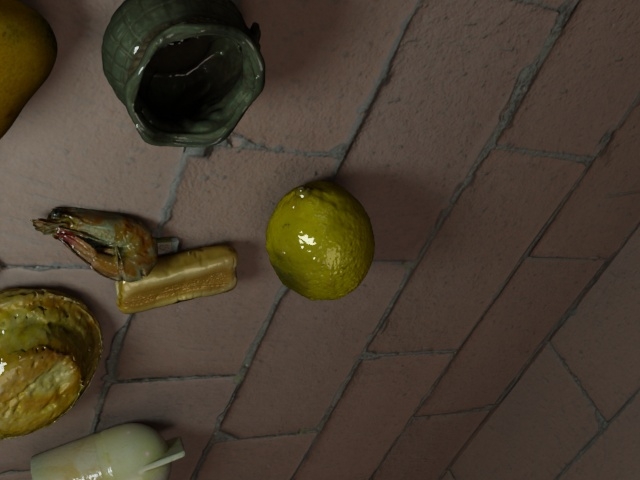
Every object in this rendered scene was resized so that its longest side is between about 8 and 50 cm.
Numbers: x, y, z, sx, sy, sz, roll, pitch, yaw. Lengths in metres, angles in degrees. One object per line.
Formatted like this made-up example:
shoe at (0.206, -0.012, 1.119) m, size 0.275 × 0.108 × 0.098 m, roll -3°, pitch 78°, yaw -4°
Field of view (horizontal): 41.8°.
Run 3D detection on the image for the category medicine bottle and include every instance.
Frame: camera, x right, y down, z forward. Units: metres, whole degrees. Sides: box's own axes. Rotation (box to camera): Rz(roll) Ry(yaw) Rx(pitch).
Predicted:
medicine bottle at (-0.581, 0.647, 2.359) m, size 0.406 × 0.236 × 0.236 m, roll -17°, pitch 139°, yaw -12°

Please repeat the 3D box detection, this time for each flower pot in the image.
flower pot at (-0.242, -0.319, 1.543) m, size 0.301 × 0.213 × 0.302 m, roll -16°, pitch 138°, yaw -15°

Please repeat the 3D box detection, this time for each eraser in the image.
eraser at (-0.377, 0.014, 1.971) m, size 0.083 × 0.019 × 0.038 m, roll -6°, pitch 134°, yaw -26°

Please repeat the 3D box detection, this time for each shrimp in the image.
shrimp at (-0.485, 0.003, 1.815) m, size 0.294 × 0.154 × 0.062 m, roll 18°, pitch 152°, yaw -29°

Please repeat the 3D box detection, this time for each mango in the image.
mango at (-0.615, -0.264, 1.385) m, size 0.378 × 0.221 × 0.264 m, roll -36°, pitch 137°, yaw -8°

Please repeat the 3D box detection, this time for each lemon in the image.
lemon at (0.000, 0.000, 1.992) m, size 0.268 × 0.268 × 0.322 m, roll -27°, pitch 145°, yaw -3°

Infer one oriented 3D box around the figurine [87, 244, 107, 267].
figurine at (-0.494, 0.032, 1.879) m, size 0.083 × 0.071 × 0.067 m, roll 12°, pitch 143°, yaw -36°

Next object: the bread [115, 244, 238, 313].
bread at (-0.344, 0.086, 2.012) m, size 0.305 × 0.091 × 0.142 m, roll -12°, pitch 131°, yaw -20°

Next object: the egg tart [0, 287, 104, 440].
egg tart at (-0.689, 0.315, 1.921) m, size 0.443 × 0.178 × 0.443 m, roll -23°, pitch 132°, yaw -28°
